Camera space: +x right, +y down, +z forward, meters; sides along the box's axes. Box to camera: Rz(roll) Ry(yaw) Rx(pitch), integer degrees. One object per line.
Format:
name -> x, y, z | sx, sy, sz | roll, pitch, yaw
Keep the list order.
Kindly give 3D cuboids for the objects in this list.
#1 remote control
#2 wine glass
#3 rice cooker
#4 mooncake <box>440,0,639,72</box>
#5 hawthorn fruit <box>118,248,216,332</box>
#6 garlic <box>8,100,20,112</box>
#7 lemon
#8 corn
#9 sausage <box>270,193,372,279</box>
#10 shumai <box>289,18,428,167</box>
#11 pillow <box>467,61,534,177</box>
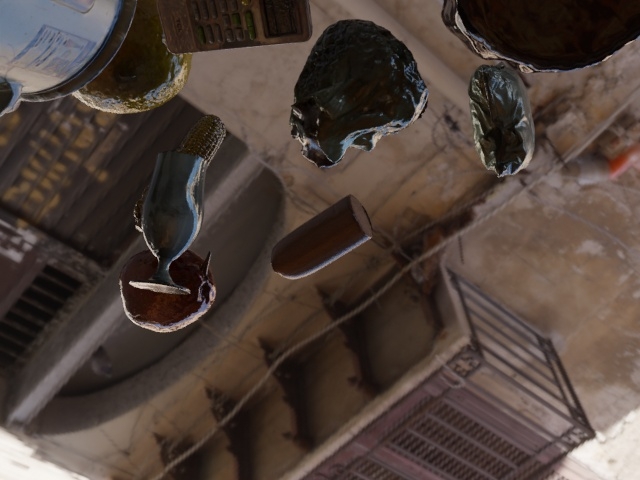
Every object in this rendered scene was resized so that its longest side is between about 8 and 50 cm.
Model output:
remote control -> -0.141, -0.370, 1.283 | 0.250, 0.103, 0.034 | -3, -146, 8
wine glass -> -0.219, -0.027, 1.140 | 0.093, 0.093, 0.202 | -9, -111, 56
rice cooker -> -0.338, -0.278, 0.777 | 0.264, 0.316, 0.316 | 4, -124, 18
mooncake -> 0.374, -0.477, 1.338 | 0.351, 0.381, 0.212 | -20, -163, 3
hawthorn fruit -> -0.337, 0.098, 1.788 | 0.262, 0.210, 0.210 | -25, -141, 39
garlic -> -0.749, -0.334, 1.824 | 0.113, 0.074, 0.094 | -27, -136, -12
lemon -> -0.404, -0.378, 1.565 | 0.253, 0.310, 0.253 | 168, -90, -74
corn -> -0.323, -0.154, 1.789 | 0.319, 0.097, 0.097 | -57, -154, -12
sausage -> 0.000, 0.000, 1.914 | 0.253, 0.123, 0.123 | -31, -147, 18
shumai -> 0.037, -0.249, 1.338 | 0.256, 0.189, 0.218 | 20, -123, 39
pillow -> 0.439, -0.299, 1.879 | 0.138, 0.283, 0.310 | -8, -174, 23
